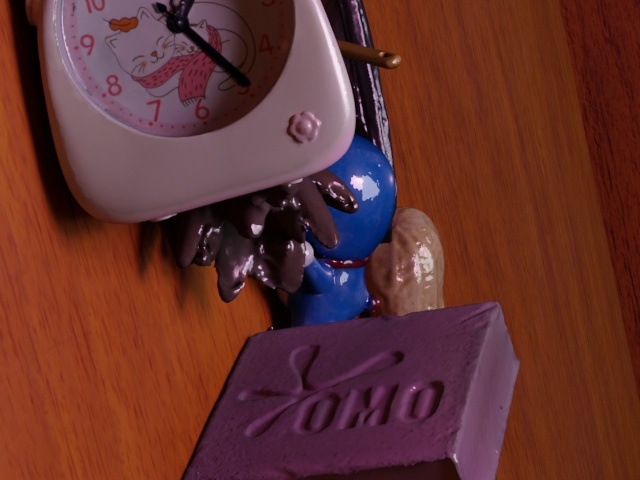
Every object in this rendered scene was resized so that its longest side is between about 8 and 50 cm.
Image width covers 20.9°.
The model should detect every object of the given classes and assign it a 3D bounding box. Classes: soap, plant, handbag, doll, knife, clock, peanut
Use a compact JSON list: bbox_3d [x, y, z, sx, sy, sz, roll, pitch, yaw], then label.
[{"bbox_3d":[0.039,0.189,1.776,0.285,0.296,0.107,-67,144,-57],"label":"soap"},{"bbox_3d":[-0.085,-0.108,1.736,0.181,0.194,0.321,38,40,-62],"label":"plant"},{"bbox_3d":[0.032,-0.159,2.125,0.191,0.075,0.332,177,-96,-75],"label":"handbag"},{"bbox_3d":[0.000,0.000,1.986,0.215,0.161,0.257,-38,135,-82],"label":"doll"},{"bbox_3d":[-0.024,-0.213,1.846,0.046,0.256,0.022,-38,132,-37],"label":"knife"},{"bbox_3d":[-0.123,-0.190,1.553,0.108,0.265,0.324,-71,147,-86],"label":"clock"},{"bbox_3d":[0.108,0.084,2.263,0.123,0.123,0.257,-6,92,-70],"label":"peanut"}]
